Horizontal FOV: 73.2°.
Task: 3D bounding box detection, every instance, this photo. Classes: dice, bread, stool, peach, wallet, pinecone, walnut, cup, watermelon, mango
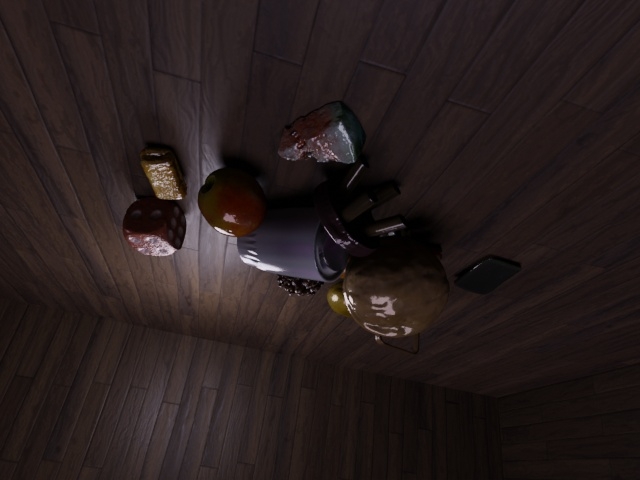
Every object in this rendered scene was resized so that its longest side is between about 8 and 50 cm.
[{"bbox_3d":[-0.629,-0.052,1.648,0.179,0.175,0.174,3,149,12],"label":"dice"},{"bbox_3d":[-0.514,-0.219,1.422,0.113,0.084,0.211,3,150,-2],"label":"bread"},{"bbox_3d":[0.125,-0.103,1.308,0.178,0.272,0.272,-35,131,30],"label":"stool"},{"bbox_3d":[-0.284,-0.122,1.399,0.230,0.231,0.231,6,150,4],"label":"peach"},{"bbox_3d":[0.685,0.143,1.772,0.168,0.052,0.245,17,145,-13],"label":"wallet"},{"bbox_3d":[-0.074,0.156,1.869,0.212,0.169,0.185,13,-165,-35],"label":"pinecone"},{"bbox_3d":[0.258,0.156,1.501,0.380,0.382,0.381,6,150,4],"label":"walnut"},{"bbox_3d":[-0.092,0.002,1.517,0.371,0.254,0.253,5,152,30],"label":"cup"},{"bbox_3d":[-0.012,-0.284,1.193,0.241,0.095,0.154,-6,140,29],"label":"watermelon"},{"bbox_3d":[0.143,0.295,2.094,0.195,0.143,0.332,2,158,19],"label":"mango"}]

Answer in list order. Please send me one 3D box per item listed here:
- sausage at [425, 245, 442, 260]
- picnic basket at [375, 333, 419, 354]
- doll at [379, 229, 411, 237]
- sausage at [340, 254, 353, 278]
[{"bbox_3d":[0.333,0.045,1.661,0.263,0.083,0.083,9,150,1],"label":"sausage"},{"bbox_3d":[0.347,0.329,1.918,0.254,0.321,0.291,26,148,-34],"label":"picnic basket"},{"bbox_3d":[0.263,-0.021,1.588,0.142,0.058,0.098,-3,169,22],"label":"doll"},{"bbox_3d":[0.207,0.108,1.771,0.353,0.116,0.134,6,137,-1],"label":"sausage"}]
